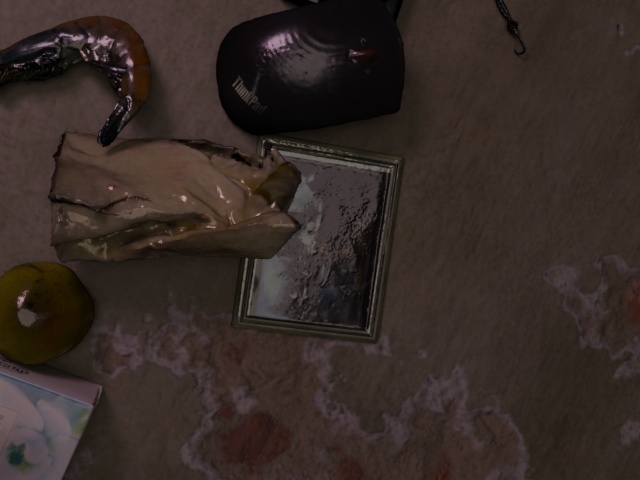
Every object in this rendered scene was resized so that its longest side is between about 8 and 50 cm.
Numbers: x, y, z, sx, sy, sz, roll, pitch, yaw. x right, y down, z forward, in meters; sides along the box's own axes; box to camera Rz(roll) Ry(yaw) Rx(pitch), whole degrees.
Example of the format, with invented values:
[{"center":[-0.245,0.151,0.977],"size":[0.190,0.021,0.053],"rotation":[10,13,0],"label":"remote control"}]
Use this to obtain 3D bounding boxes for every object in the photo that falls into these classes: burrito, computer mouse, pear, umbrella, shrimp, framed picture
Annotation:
[{"center":[-0.193,-0.048,0.964],"size":[0.332,0.190,0.135],"rotation":[3,127,-9],"label":"burrito"},{"center":[-0.014,-0.242,0.996],"size":[0.269,0.100,0.170],"rotation":[-12,104,-3],"label":"computer mouse"},{"center":[-0.375,0.097,0.947],"size":[0.141,0.104,0.141],"rotation":[0,89,-15],"label":"pear"},{"center":[0.289,-0.361,1.112],"size":[0.022,0.022,0.148],"rotation":[-32,100,-47],"label":"umbrella"},{"center":[-0.352,-0.198,0.941],"size":[0.262,0.051,0.198],"rotation":[-18,69,-8],"label":"shrimp"},{"center":[0.000,0.000,1.068],"size":[0.232,0.019,0.296],"rotation":[7,91,-12],"label":"framed picture"}]

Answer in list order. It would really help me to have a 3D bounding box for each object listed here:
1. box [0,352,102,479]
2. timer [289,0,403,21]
[{"center":[-0.460,0.250,0.933],"size":[0.274,0.116,0.203],"rotation":[24,88,-12],"label":"box"},{"center":[0.040,-0.397,1.041],"size":[0.187,0.055,0.144],"rotation":[19,88,-12],"label":"timer"}]
